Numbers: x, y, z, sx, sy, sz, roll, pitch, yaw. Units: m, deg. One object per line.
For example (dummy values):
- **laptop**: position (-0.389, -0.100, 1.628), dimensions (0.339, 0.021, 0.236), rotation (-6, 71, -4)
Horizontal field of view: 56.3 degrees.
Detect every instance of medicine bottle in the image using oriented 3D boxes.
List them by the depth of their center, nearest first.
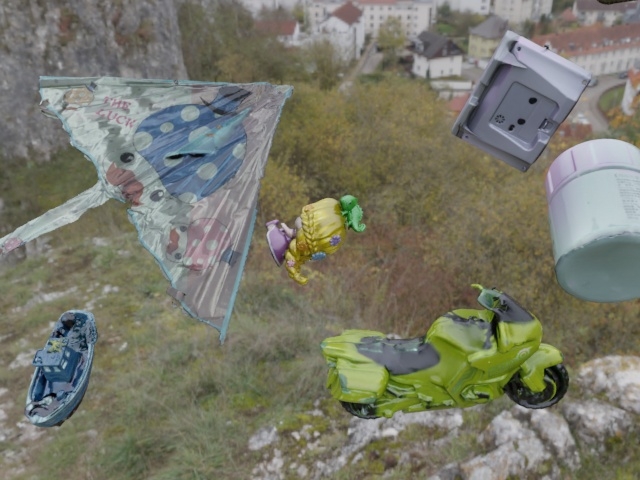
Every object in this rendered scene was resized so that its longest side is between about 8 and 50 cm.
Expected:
- **medicine bottle**: position (0.344, -0.026, 0.723), dimensions (0.135, 0.135, 0.168), rotation (3, 49, 7)

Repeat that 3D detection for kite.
- **kite**: position (-0.175, -0.070, 0.592), dimensions (0.369, 0.014, 0.406), rotation (-34, 62, -16)

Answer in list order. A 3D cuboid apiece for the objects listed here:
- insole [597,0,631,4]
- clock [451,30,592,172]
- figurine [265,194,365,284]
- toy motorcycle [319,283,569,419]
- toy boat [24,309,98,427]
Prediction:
- **insole**: position (0.322, -0.233, 0.539), dimensions (0.135, 0.045, 0.002), rotation (-2, 69, 17)
- **clock**: position (0.399, -0.275, 1.215), dimensions (0.187, 0.253, 0.083), rotation (30, 41, 7)
- **figurine**: position (0.000, 0.000, 0.937), dimensions (0.157, 0.095, 0.114), rotation (-21, 69, 5)
- **toy motorcycle**: position (0.171, 0.166, 0.849), dimensions (0.343, 0.205, 0.142), rotation (-8, 15, 11)
- **toy boat**: position (-0.277, 0.134, 0.637), dimensions (0.060, 0.060, 0.137), rotation (-1, 52, 8)
